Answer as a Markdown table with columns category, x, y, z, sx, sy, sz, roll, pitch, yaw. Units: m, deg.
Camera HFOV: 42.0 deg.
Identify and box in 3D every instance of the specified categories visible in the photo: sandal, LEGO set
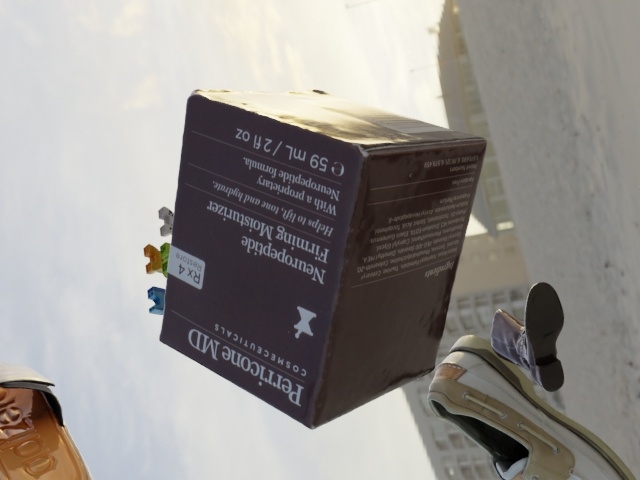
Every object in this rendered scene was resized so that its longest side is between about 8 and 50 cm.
| category | x | y | z | sx | sy | sz | roll | pitch | yaw |
| --- | --- | --- | --- | --- | --- | --- | --- | --- | --- |
| sandal | -0.295 | 0.172 | 0.813 | 0.102 | 0.265 | 0.076 | -23 | -56 | -33 |
| LEGO set | -0.265 | 0.062 | 1.545 | 0.093 | 0.087 | 0.227 | 18 | -130 | -43 |

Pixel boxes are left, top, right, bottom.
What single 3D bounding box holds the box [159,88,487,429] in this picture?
| category | x | y | z | sx | sy | sz | roll | pitch | yaw |
| --- | --- | --- | --- | --- | --- | --- | --- | --- | --- |
| box | 0.000 | 0.000 | 0.644 | 0.167 | 0.168 | 0.203 | -12 | -62 | -51 |

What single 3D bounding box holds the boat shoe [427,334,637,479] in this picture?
| category | x | y | z | sx | sy | sz | roll | pitch | yaw |
| --- | --- | --- | --- | --- | --- | --- | --- | --- | --- |
| boat shoe | 0.256 | 0.256 | 1.019 | 0.103 | 0.302 | 0.113 | -45 | -7 | -31 |

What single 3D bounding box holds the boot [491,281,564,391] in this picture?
| category | x | y | z | sx | sy | sz | roll | pitch | yaw |
| --- | --- | --- | --- | --- | --- | --- | --- | --- | --- |
| boot | 0.190 | 0.079 | 0.794 | 0.114 | 0.037 | 0.106 | -131 | 34 | -75 |
